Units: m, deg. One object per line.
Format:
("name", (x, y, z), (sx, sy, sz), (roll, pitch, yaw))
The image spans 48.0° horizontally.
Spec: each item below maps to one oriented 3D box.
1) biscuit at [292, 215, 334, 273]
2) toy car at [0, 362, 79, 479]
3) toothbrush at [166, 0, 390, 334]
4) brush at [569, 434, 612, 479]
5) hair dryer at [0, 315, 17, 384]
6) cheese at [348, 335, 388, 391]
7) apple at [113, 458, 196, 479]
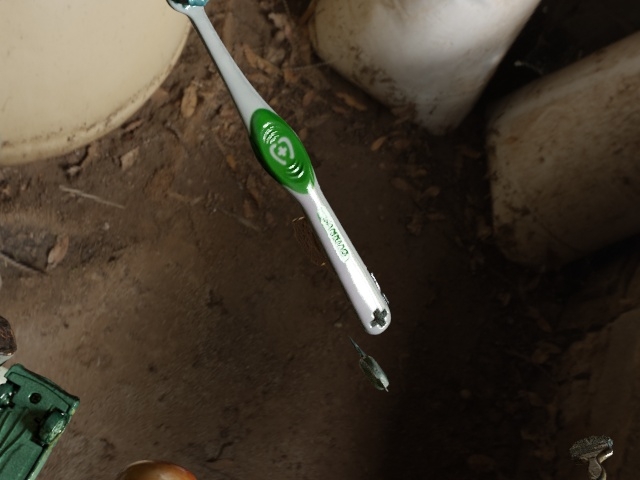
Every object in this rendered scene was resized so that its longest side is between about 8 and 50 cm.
("biscuit", (0.004, 0.004, 1.403), (0.027, 0.184, 0.133), (-28, 91, -23))
("toy car", (-0.531, 0.366, 1.162), (0.141, 0.097, 0.321), (29, 73, 3))
("toothbrush", (-0.031, -0.069, 0.624), (0.042, 0.040, 0.418), (-40, 123, -17))
("brush", (0.417, 0.338, 1.096), (0.070, 0.196, 0.021), (-21, 87, 17))
("hair dryer", (-0.570, 0.261, 1.284), (0.203, 0.362, 0.128), (-41, 49, 1))
("cheese", (0.080, 0.205, 1.175), (0.026, 0.121, 0.067), (-37, 122, 0))
("apple", (-0.347, 0.540, 1.470), (0.199, 0.199, 0.199), (8, 68, -20))
